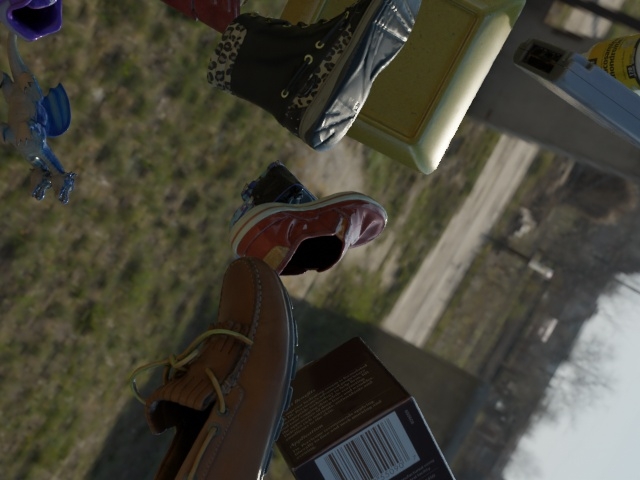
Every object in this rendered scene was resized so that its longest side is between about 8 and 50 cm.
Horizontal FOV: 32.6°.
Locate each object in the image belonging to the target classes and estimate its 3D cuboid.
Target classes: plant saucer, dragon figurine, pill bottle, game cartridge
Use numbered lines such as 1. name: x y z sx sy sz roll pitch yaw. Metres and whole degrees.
1. plant saucer: 0.099 -0.304 1.685 0.333 0.332 0.081 -63 -178 18
2. dragon figurine: -0.434 -0.198 1.652 0.144 0.085 0.289 21 63 -76
3. pill bottle: 0.502 -0.286 1.816 0.103 0.103 0.184 -56 -156 -16
4. game cartridge: 0.382 -0.201 1.518 0.062 0.198 0.297 -51 -170 10

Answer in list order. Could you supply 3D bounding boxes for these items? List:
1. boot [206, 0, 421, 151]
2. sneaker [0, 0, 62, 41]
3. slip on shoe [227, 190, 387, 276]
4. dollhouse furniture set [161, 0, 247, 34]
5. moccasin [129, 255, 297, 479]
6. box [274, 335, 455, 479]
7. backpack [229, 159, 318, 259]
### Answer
1. boot: -0.008 -0.233 1.208 0.236 0.178 0.085 -59 151 -3
2. sneaker: -0.276 -0.274 1.016 0.095 0.104 0.236 -28 160 -25
3. slip on shoe: 0.000 0.000 1.621 0.331 0.101 0.123 -8 141 -55
4. dollhouse furniture set: -0.118 -0.467 1.428 0.201 0.152 0.374 -55 166 -26
5. moccasin: -0.122 0.179 1.123 0.139 0.147 0.380 -39 -149 57
6. box: 0.043 0.258 1.367 0.168 0.167 0.203 -31 -157 -6
7. backpack: -0.085 -0.032 1.929 0.173 0.117 0.158 -45 140 4
